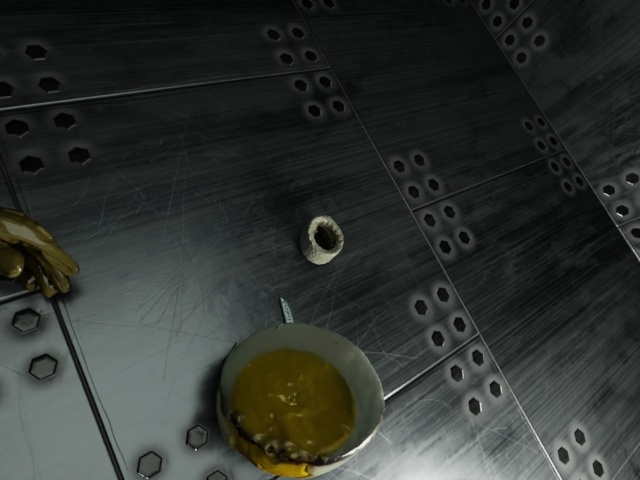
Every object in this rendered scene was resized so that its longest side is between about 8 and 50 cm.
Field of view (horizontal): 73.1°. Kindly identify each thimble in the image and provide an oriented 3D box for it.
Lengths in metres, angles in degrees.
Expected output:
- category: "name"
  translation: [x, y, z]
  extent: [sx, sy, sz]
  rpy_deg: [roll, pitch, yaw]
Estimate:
- category: "thimble"
  translation: [0.000, 0.000, 1.154]
  extent: [0.102, 0.090, 0.116]
  rpy_deg: [3, 69, -21]

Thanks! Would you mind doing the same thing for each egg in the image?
- category: "egg"
  translation: [-0.053, 0.346, 0.907]
  extent: [0.336, 0.201, 0.337]
  rpy_deg: [10, 41, -9]

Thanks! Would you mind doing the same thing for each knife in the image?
- category: "knife"
  translation: [-0.066, 0.240, 1.058]
  extent: [0.028, 0.015, 0.211]
  rpy_deg: [-7, 71, -22]

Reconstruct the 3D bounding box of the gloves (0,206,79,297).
- category: "gloves"
  translation: [-0.623, 0.002, 0.819]
  extent: [0.330, 0.154, 0.141]
  rpy_deg: [16, 64, -11]
